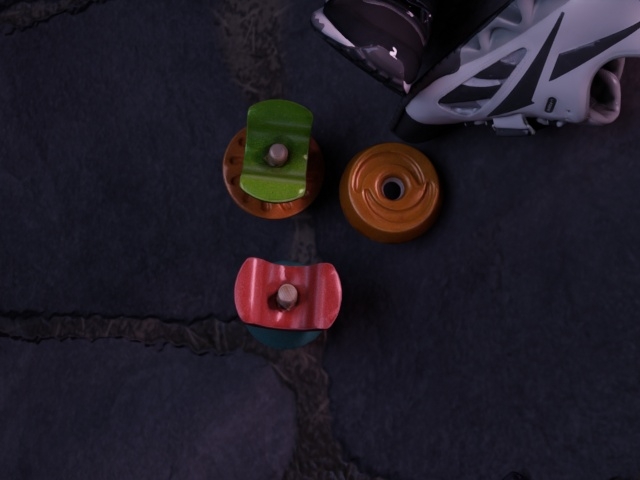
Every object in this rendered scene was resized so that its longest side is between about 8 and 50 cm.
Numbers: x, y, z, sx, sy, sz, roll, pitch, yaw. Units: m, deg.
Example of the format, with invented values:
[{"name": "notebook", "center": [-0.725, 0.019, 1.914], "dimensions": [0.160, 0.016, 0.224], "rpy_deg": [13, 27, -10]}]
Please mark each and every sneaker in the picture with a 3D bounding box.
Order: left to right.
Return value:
[{"name": "sneaker", "center": [0.066, -0.228, 1.656], "dimensions": [0.124, 0.107, 0.283], "rpy_deg": [-51, 14, 15]}, {"name": "sneaker", "center": [0.186, -0.140, 1.613], "dimensions": [0.146, 0.122, 0.330], "rpy_deg": [48, 143, -4]}]

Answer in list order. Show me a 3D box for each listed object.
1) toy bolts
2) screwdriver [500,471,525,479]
[{"name": "toy bolts", "center": [0.000, 0.000, 1.777], "dimensions": [0.218, 0.158, 0.229], "rpy_deg": [10, 79, -1]}, {"name": "screwdriver", "center": [0.133, 0.273, 1.678], "dimensions": [0.025, 0.024, 0.170], "rpy_deg": [44, 117, 2]}]
